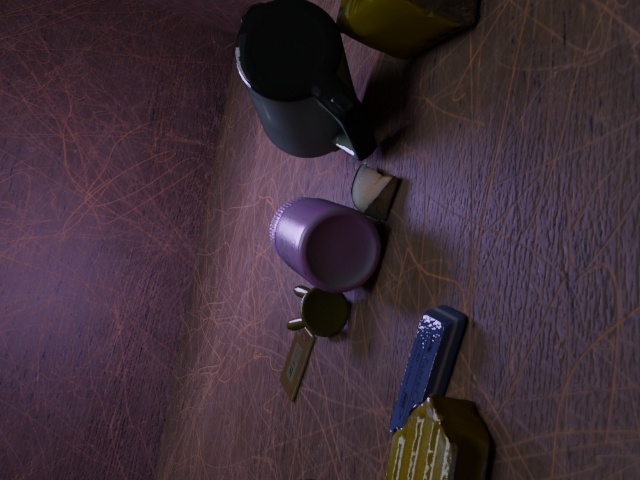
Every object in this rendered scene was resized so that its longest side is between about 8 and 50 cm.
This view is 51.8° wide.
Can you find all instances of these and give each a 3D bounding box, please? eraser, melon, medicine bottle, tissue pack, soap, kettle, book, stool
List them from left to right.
[{"bbox_3d":[-0.059,0.294,1.627,0.118,0.012,0.172,-139,65,-68],"label":"book"},{"bbox_3d":[-0.014,-0.318,1.486,0.250,0.361,0.376,-39,-11,-1],"label":"kettle"},{"bbox_3d":[-0.007,0.154,1.445,0.135,0.134,0.110,-34,4,-19],"label":"stool"},{"bbox_3d":[0.000,0.000,1.433,0.291,0.178,0.178,-155,80,-71],"label":"medicine bottle"},{"bbox_3d":[0.105,-0.111,1.419,0.098,0.054,0.182,-66,22,8],"label":"melon"},{"bbox_3d":[0.166,-0.465,1.298,0.271,0.192,0.134,180,105,-70],"label":"tissue pack"},{"bbox_3d":[0.168,0.213,1.045,0.082,0.036,0.225,-149,74,-71],"label":"eraser"},{"bbox_3d":[0.155,0.346,0.921,0.160,0.080,0.257,-8,69,67],"label":"soap"}]

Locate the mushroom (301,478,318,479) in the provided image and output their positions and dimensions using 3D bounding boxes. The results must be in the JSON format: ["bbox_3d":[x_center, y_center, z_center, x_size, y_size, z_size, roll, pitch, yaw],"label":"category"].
[{"bbox_3d":[-0.054,0.568,1.222,0.156,0.151,0.285,-60,25,32],"label":"mushroom"}]
